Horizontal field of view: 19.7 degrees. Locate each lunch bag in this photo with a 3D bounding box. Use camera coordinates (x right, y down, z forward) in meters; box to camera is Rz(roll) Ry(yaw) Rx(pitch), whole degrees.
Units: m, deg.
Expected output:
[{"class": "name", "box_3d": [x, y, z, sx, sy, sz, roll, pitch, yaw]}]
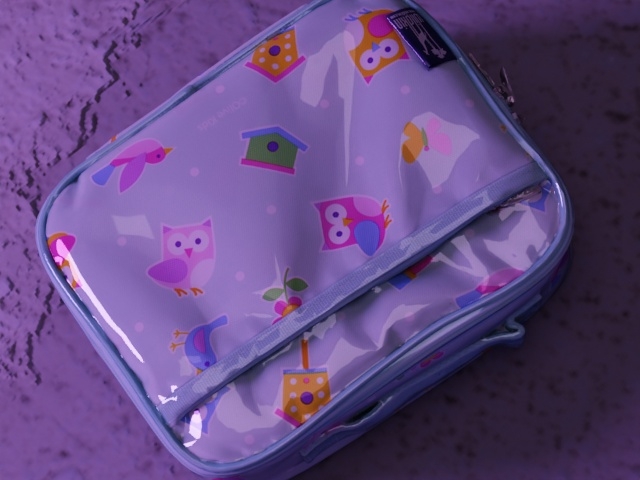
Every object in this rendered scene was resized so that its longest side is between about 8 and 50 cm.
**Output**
[{"class": "lunch bag", "box_3d": [0.000, 0.000, 1.044, 0.279, 0.108, 0.224, -35, 69, -4]}]
